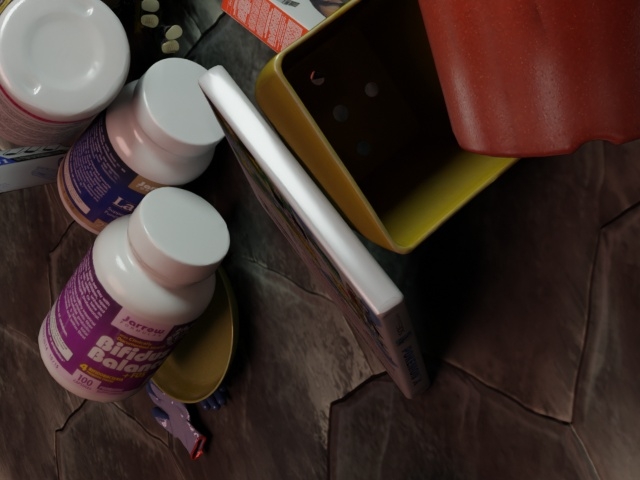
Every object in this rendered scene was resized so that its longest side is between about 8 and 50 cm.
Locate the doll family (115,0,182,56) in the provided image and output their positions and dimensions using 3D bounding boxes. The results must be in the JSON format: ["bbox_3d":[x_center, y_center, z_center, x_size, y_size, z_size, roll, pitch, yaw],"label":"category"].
[{"bbox_3d":[-0.222,-0.335,1.500,0.111,0.076,0.193,-133,50,-60],"label":"doll family"}]

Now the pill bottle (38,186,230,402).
[{"bbox_3d":[-0.241,0.071,1.520,0.169,0.169,0.301,57,132,20],"label":"pill bottle"}]

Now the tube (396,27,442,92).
[{"bbox_3d":[0.127,-0.259,1.137,0.070,0.062,0.240,-100,19,-47],"label":"tube"}]

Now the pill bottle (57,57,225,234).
[{"bbox_3d":[-0.231,-0.120,1.521,0.264,0.153,0.153,-38,74,49],"label":"pill bottle"}]

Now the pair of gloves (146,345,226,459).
[{"bbox_3d":[-0.196,0.213,1.692,0.159,0.023,0.198,49,130,30],"label":"pair of gloves"}]

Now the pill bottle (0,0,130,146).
[{"bbox_3d":[-0.347,-0.205,1.454,0.283,0.160,0.160,-14,92,67],"label":"pill bottle"}]

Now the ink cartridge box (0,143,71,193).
[{"bbox_3d":[-0.473,-0.108,1.763,0.097,0.207,0.046,16,114,45],"label":"ink cartridge box"}]

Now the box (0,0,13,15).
[{"bbox_3d":[-0.371,-0.441,1.512,0.395,0.097,0.318,-14,75,62],"label":"box"}]

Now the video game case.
[{"bbox_3d":[0.000,0.000,1.252,0.329,0.036,0.300,53,174,24],"label":"video game case"}]

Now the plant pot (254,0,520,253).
[{"bbox_3d":[0.055,-0.132,1.123,0.212,0.212,0.187,56,161,-15],"label":"plant pot"}]

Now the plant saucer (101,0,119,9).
[{"bbox_3d":[-0.280,-0.425,1.494,0.310,0.050,0.311,-17,70,61],"label":"plant saucer"}]

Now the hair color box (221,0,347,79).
[{"bbox_3d":[-0.022,-0.245,1.285,0.167,0.093,0.053,43,131,31],"label":"hair color box"}]

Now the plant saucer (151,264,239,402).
[{"bbox_3d":[-0.185,0.105,1.616,0.241,0.037,0.241,8,101,47],"label":"plant saucer"}]

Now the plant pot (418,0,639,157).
[{"bbox_3d":[0.187,-0.221,0.941,0.272,0.272,0.265,9,117,48],"label":"plant pot"}]
